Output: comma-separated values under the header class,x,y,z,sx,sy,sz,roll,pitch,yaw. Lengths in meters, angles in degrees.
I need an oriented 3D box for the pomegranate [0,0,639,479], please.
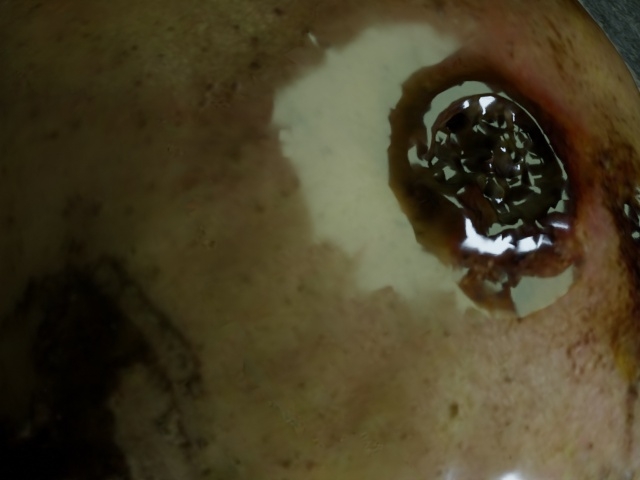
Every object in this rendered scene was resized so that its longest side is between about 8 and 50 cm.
class,x,y,z,sx,sy,sz,roll,pitch,yaw
pomegranate,-0.008,0.022,0.730,0.322,0.322,0.322,31,33,-23
